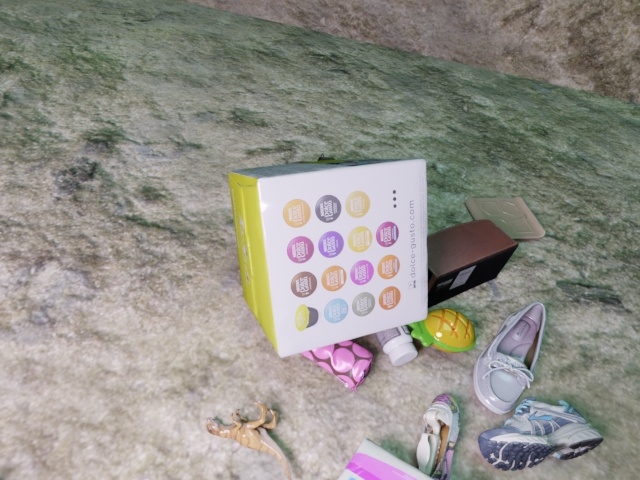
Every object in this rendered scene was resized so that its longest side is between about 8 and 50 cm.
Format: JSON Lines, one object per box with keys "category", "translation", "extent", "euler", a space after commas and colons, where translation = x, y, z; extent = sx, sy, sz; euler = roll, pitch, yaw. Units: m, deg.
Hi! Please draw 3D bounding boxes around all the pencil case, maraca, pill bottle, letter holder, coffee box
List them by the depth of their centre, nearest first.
{"category": "coffee box", "translation": [0.000, 0.000, 0.924], "extent": [0.335, 0.336, 0.338], "euler": [-10, 15, -19]}
{"category": "pencil case", "translation": [0.016, 0.252, 0.956], "extent": [0.210, 0.095, 0.098], "euler": [29, 74, 17]}
{"category": "pill bottle", "translation": [0.175, 0.228, 1.015], "extent": [0.078, 0.078, 0.137], "euler": [-9, 51, -19]}
{"category": "maraca", "translation": [0.298, 0.220, 1.026], "extent": [0.186, 0.099, 0.127], "euler": [8, 33, -18]}
{"category": "letter holder", "translation": [0.352, 0.031, 1.186], "extent": [0.302, 0.151, 0.214], "euler": [-17, 52, -25]}

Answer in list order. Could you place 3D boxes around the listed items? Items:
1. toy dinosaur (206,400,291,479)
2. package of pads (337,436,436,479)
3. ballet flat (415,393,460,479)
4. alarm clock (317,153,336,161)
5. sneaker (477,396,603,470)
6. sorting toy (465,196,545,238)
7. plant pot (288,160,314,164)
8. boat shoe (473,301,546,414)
{"category": "toy dinosaur", "translation": [-0.122, 0.390, 0.828], "extent": [0.212, 0.064, 0.112], "euler": [18, 64, 17]}
{"category": "package of pads", "translation": [0.096, 0.512, 0.677], "extent": [0.229, 0.101, 0.296], "euler": [17, 43, 36]}
{"category": "ballet flat", "translation": [0.237, 0.405, 0.859], "extent": [0.079, 0.077, 0.221], "euler": [49, 45, -25]}
{"category": "alarm clock", "translation": [0.018, -0.217, 1.354], "extent": [0.064, 0.129, 0.191], "euler": [-1, 48, -13]}
{"category": "sneaker", "translation": [0.453, 0.411, 0.907], "extent": [0.284, 0.110, 0.122], "euler": [4, 35, -18]}
{"category": "sorting toy", "translation": [0.623, -0.073, 1.419], "extent": [0.209, 0.038, 0.192], "euler": [-4, 49, -10]}
{"category": "plant pot", "translation": [-0.042, -0.118, 1.226], "extent": [0.167, 0.165, 0.166], "euler": [6, 47, -6]}
{"category": "boat shoe", "translation": [0.471, 0.275, 1.017], "extent": [0.118, 0.103, 0.320], "euler": [35, 51, 19]}
